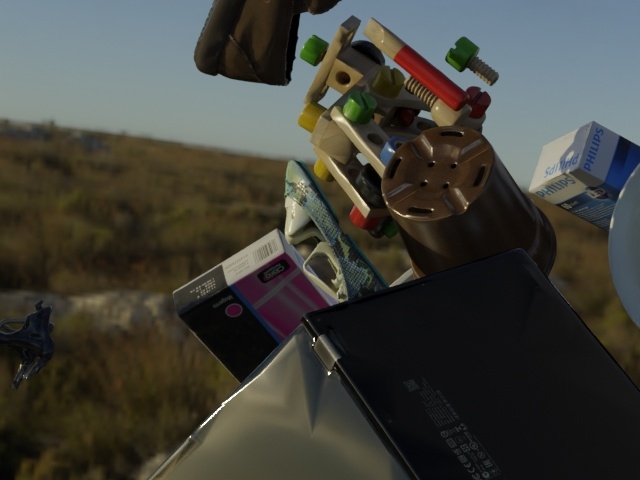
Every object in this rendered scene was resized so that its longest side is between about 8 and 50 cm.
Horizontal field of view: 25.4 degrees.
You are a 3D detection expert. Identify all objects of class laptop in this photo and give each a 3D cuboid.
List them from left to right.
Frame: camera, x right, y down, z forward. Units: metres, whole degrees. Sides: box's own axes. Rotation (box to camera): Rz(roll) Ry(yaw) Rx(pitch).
[{"bbox_3d":[0.101,0.260,1.282,0.408,0.236,0.382,-17,56,-31],"label":"laptop"}]

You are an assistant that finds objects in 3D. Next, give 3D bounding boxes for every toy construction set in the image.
[{"bbox_3d":[0.056,-0.170,1.665,0.237,0.257,0.309,41,-25,10],"label":"toy construction set"}]

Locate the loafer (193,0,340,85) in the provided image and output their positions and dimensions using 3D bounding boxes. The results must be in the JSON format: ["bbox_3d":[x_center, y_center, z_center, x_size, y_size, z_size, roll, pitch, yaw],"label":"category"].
[{"bbox_3d":[-0.019,-0.318,1.552,0.130,0.366,0.133,25,40,-4],"label":"loafer"}]

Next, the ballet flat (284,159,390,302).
[{"bbox_3d":[0.000,0.000,1.478,0.188,0.070,0.070,55,24,20],"label":"ballet flat"}]

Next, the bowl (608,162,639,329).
[{"bbox_3d":[0.494,0.011,1.644,0.298,0.297,0.134,9,-8,30],"label":"bowl"}]

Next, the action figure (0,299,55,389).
[{"bbox_3d":[-0.429,0.073,1.554,0.276,0.141,0.164,31,-17,-18],"label":"action figure"}]

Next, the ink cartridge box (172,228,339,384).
[{"bbox_3d":[-0.034,0.157,2.017,0.371,0.176,0.069,51,12,-38],"label":"ink cartridge box"}]

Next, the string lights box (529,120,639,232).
[{"bbox_3d":[0.426,-0.054,1.894,0.260,0.076,0.133,27,-19,-15],"label":"string lights box"}]

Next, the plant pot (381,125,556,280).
[{"bbox_3d":[0.152,-0.027,1.522,0.167,0.167,0.165,9,-30,32],"label":"plant pot"}]

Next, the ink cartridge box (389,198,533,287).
[{"bbox_3d":[0.210,0.101,1.983,0.060,0.238,0.275,17,42,39],"label":"ink cartridge box"}]
